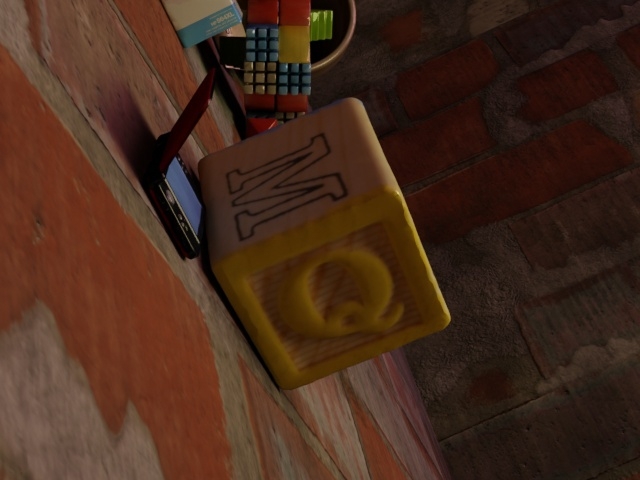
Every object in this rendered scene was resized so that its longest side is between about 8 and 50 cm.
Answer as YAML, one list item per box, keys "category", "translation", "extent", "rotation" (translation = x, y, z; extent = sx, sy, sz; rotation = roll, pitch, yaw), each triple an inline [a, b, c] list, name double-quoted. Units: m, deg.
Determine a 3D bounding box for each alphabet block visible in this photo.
- category: "alphabet block"
  translation: [0.000, 0.000, 1.016]
  extent: [0.197, 0.193, 0.192]
  rotation: [-106, 171, -55]

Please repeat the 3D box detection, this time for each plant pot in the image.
- category: "plant pot"
  translation: [-0.075, -0.404, 1.942]
  extent: [0.229, 0.263, 0.263]
  rotation: [117, -49, -75]

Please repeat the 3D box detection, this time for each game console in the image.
- category: "game console"
  translation: [-0.106, -0.072, 0.882]
  extent: [0.144, 0.085, 0.124]
  rotation: [-98, 163, -69]

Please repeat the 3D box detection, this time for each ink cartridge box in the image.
- category: "ink cartridge box"
  translation: [-0.179, -0.358, 1.372]
  extent: [0.092, 0.089, 0.143]
  rotation: [-99, 165, -69]

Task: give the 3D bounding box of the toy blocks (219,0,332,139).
- category: "toy blocks"
  translation: [-0.070, -0.301, 1.552]
  extent: [0.261, 0.190, 0.382]
  rotation: [-98, -171, -69]

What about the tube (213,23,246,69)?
- category: "tube"
  translation: [-0.179, -0.414, 1.780]
  extent: [0.062, 0.070, 0.240]
  rotation: [120, -49, -71]
